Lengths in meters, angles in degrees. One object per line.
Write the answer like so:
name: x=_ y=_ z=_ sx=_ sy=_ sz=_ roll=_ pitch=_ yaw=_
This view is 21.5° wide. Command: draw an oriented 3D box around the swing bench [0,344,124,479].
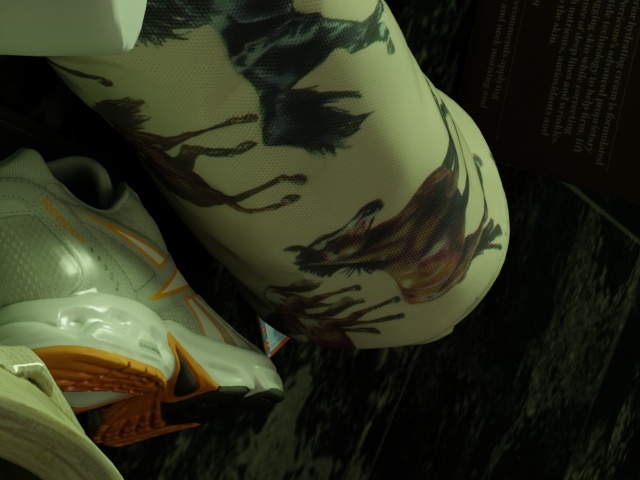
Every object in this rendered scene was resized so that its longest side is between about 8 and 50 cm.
swing bench: x=-0.204 y=0.087 z=0.500 sx=0.254 sy=0.253 sz=0.165 roll=-45 pitch=143 yaw=-5

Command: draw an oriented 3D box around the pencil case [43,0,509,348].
pencil case: x=-0.046 y=-0.105 z=0.778 sx=0.160 sy=0.183 sz=0.410 roll=-37 pitch=142 yaw=1

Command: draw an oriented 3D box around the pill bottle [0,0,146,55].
pill bottle: x=-0.188 y=-0.114 z=0.419 sx=0.160 sy=0.283 sz=0.160 roll=-179 pitch=-90 yaw=-89

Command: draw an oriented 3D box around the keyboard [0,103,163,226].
keyboard: x=-0.194 y=0.026 z=0.744 sx=0.317 sy=0.033 sz=0.201 roll=27 pitch=82 yaw=-56

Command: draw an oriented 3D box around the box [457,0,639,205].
box: x=0.223 y=-0.118 z=1.122 sx=0.167 sy=0.203 sz=0.168 roll=-6 pitch=112 yaw=-55

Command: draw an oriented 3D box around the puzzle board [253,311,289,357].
puzzle board: x=0.000 y=0.000 z=1.033 sx=0.128 sy=0.011 sz=0.096 roll=-43 pitch=138 yaw=-35

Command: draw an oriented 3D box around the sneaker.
sneaker: x=-0.091 y=0.025 z=0.786 sx=0.262 sy=0.099 sz=0.121 roll=41 pitch=33 yaw=-72
